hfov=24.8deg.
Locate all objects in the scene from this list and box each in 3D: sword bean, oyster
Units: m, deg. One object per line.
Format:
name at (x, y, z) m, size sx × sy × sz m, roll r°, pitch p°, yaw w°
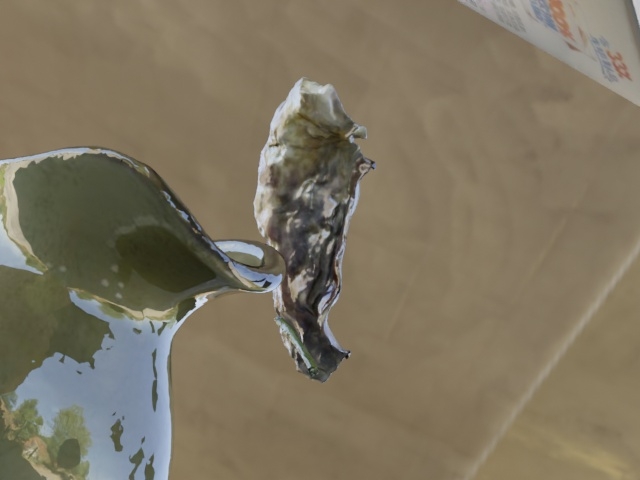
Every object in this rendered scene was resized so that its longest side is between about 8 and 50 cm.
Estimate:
sword bean at (-0.020, 0.089, 1.247) m, size 0.012 × 0.012 × 0.083 m, roll 57°, pitch -3°, yaw -40°
oyster at (-0.011, 0.002, 1.423) m, size 0.100 × 0.271 × 0.275 m, roll -7°, pitch -14°, yaw -14°

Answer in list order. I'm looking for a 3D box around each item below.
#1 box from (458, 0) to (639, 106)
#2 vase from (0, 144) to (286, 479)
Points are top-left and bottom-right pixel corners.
box at (0.089, -0.225, 0.810) m, size 0.265 × 0.048 × 0.273 m, roll 43°, pitch -15°, yaw 46°
vase at (-0.219, 0.073, 0.977) m, size 0.329 × 0.302 × 0.241 m, roll 25°, pitch -5°, yaw 43°
